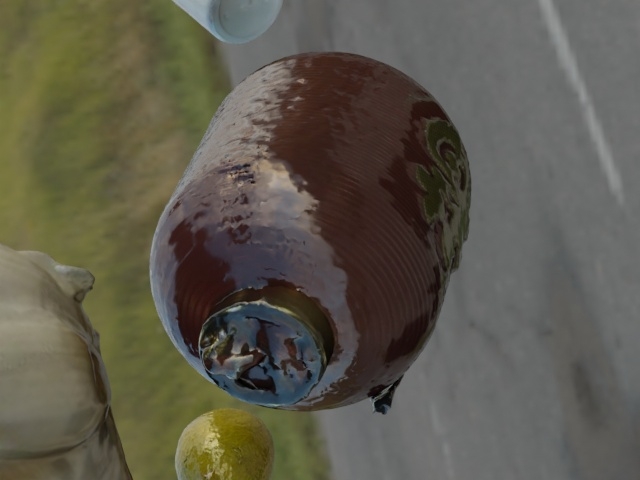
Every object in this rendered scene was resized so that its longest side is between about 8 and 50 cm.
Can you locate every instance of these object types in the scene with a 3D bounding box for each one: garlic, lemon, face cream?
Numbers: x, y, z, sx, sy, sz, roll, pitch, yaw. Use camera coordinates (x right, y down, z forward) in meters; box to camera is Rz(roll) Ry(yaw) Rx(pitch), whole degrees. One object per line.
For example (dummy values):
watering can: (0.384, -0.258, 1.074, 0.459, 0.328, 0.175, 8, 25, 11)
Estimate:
garlic: (-0.197, 0.155, 0.922, 0.185, 0.203, 0.281, -99, -1, -49)
lemon: (-0.059, 0.136, 1.087, 0.083, 0.062, 0.062, -45, -50, -68)
face cream: (-0.133, -0.268, 1.562, 0.269, 0.082, 0.082, 43, 146, 43)

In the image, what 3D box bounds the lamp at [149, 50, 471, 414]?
lamp: (0.000, 0.000, 0.997, 0.258, 0.180, 0.180, -70, -18, -51)
